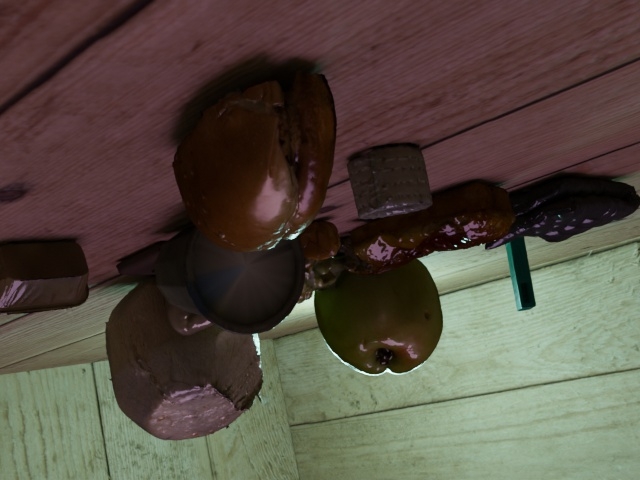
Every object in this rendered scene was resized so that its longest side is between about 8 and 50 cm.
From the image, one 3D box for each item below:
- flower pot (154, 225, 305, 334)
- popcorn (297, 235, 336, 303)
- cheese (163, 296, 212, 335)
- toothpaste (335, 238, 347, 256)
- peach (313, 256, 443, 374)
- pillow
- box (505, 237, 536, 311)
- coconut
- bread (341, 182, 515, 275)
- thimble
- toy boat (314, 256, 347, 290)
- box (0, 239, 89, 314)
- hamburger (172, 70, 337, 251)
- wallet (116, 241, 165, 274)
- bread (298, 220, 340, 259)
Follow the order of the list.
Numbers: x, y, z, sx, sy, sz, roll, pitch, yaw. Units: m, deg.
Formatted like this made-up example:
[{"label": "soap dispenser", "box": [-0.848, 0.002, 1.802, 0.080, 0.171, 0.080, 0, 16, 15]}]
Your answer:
[{"label": "flower pot", "box": [-0.159, 0.047, 1.319, 0.213, 0.212, 0.203, -6, 178, -31]}, {"label": "popcorn", "box": [-0.049, 0.055, 1.637, 0.162, 0.141, 0.135, 22, -169, -41]}, {"label": "cheese", "box": [-0.201, 0.087, 1.523, 0.235, 0.117, 0.218, -29, -176, 41]}, {"label": "toothpaste", "box": [-0.023, 0.024, 1.754, 0.256, 0.037, 0.067, -7, 171, -16]}, {"label": "peach", "box": [0.128, 0.157, 1.879, 0.282, 0.315, 0.314, -6, 154, -13]}, {"label": "pillow", "box": [0.511, -0.062, 1.735, 0.326, 0.101, 0.228, -5, 167, -45]}, {"label": "box", "box": [0.484, 0.057, 1.981, 0.042, 0.226, 0.161, -10, 171, 8]}, {"label": "coconut", "box": [-0.302, 0.229, 1.775, 0.347, 0.360, 0.346, -13, 142, -11]}, {"label": "bread", "box": [0.190, -0.011, 1.604, 0.381, 0.109, 0.185, -20, 170, 36]}, {"label": "thimble", "box": [0.100, -0.083, 1.162, 0.102, 0.090, 0.115, -16, 171, 39]}, {"label": "toy boat", "box": [-0.073, 0.089, 1.798, 0.277, 0.084, 0.111, -8, 177, 28]}, {"label": "box", "box": [-0.445, 0.056, 1.264, 0.177, 0.111, 0.111, -2, 166, -43]}, {"label": "hamburger", "box": [-0.071, -0.067, 0.858, 0.144, 0.156, 0.283, -8, 171, -20]}, {"label": "wallet", "box": [-0.295, 0.037, 1.508, 0.118, 0.038, 0.153, 0, 162, -44]}, {"label": "bread", "box": [0.000, 0.000, 1.539, 0.083, 0.080, 0.046, 24, -159, 21]}]
